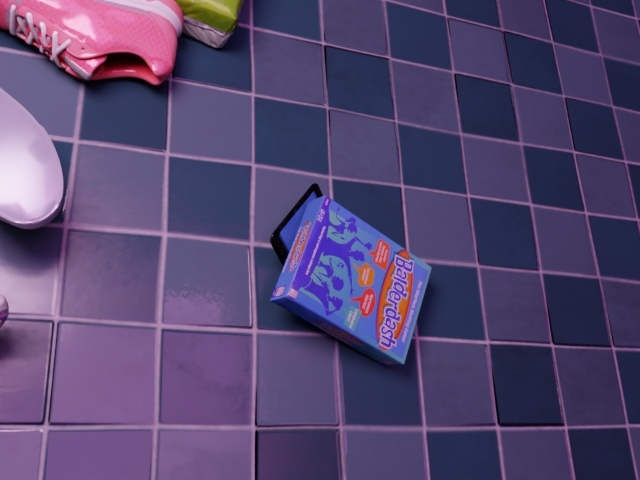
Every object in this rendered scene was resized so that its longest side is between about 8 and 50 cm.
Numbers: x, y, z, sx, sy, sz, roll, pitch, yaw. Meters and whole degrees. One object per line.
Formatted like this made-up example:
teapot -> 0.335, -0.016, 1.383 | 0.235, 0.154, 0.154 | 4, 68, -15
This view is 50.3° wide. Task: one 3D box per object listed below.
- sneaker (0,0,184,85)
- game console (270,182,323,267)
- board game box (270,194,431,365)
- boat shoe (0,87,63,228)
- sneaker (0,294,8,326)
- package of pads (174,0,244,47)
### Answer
sneaker -> -0.341, -0.288, 0.919 | 0.314, 0.116, 0.136 | 5, 70, -21
game console -> 0.000, 0.000, 0.968 | 0.107, 0.071, 0.122 | 32, 60, 9
board game box -> 0.050, 0.059, 0.951 | 0.210, 0.047, 0.160 | 32, 62, -25
boat shoe -> -0.419, -0.126, 0.828 | 0.306, 0.105, 0.113 | 45, 64, 6
sneaker -> -0.491, 0.071, 0.702 | 0.305, 0.114, 0.152 | -9, 65, -21
package of pads -> -0.245, -0.451, 1.033 | 0.297, 0.101, 0.229 | 20, 65, -15
